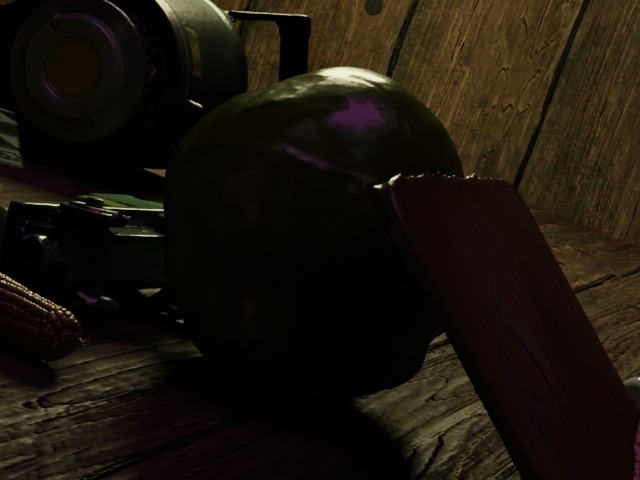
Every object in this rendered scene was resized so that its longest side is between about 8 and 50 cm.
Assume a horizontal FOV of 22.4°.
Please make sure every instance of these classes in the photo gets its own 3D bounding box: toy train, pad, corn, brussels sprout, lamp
[{"bbox_3d":[-0.160,0.006,1.154,0.132,0.083,0.200,13,4,33],"label":"toy train"},{"bbox_3d":[0.143,0.086,0.981,0.286,0.018,0.284,62,19,9],"label":"pad"},{"bbox_3d":[-0.185,0.044,0.984,0.092,0.037,0.037,28,12,35],"label":"corn"},{"bbox_3d":[0.000,0.000,1.095,0.244,0.244,0.244,20,9,-3],"label":"brussels sprout"},{"bbox_3d":[-0.195,-0.173,1.692,0.374,0.205,0.272,3,5,-3],"label":"lamp"}]

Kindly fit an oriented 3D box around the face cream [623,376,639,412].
[{"bbox_3d":[0.343,0.173,1.232,0.269,0.082,0.082,16,10,-19],"label":"face cream"}]

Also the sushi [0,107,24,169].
[{"bbox_3d":[-0.391,-0.101,1.318,0.294,0.059,0.292,18,9,-13],"label":"sushi"}]

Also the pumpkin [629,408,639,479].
[{"bbox_3d":[0.219,0.180,0.897,0.111,0.163,0.278,-1,49,6],"label":"pumpkin"}]
